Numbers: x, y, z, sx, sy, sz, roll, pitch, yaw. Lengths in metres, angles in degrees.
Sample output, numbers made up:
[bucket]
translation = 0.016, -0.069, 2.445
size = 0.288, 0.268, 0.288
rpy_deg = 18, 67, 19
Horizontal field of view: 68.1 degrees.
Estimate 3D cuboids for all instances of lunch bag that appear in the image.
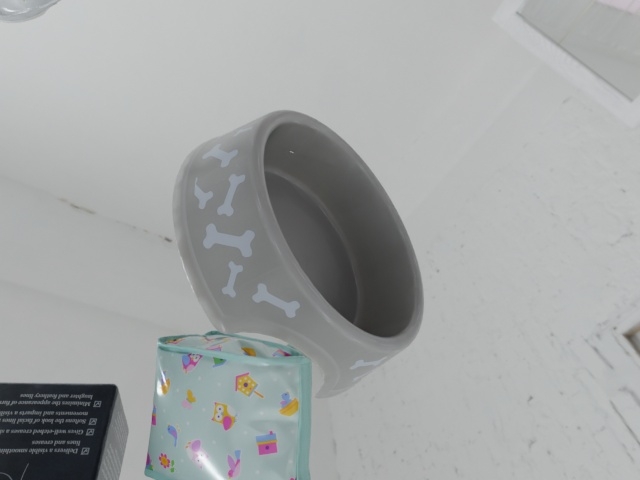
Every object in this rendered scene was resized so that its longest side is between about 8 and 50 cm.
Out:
[lunch bag]
translation = -0.123, 0.263, 0.725
size = 0.262, 0.224, 0.160
rpy_deg = 1, 176, 29

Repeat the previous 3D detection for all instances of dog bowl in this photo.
[dog bowl]
translation = 0.000, 0.000, 0.569
size = 0.348, 0.102, 0.349
rpy_deg = 37, -144, -34

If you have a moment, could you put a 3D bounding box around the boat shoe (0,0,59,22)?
[boat shoe]
translation = -0.350, -0.323, 0.594
size = 0.063, 0.184, 0.066
rpy_deg = -90, -15, -62

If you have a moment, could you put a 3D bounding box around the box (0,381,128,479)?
[box]
translation = -0.510, 0.457, 0.769
size = 0.293, 0.212, 0.396
rpy_deg = 5, -134, -10
